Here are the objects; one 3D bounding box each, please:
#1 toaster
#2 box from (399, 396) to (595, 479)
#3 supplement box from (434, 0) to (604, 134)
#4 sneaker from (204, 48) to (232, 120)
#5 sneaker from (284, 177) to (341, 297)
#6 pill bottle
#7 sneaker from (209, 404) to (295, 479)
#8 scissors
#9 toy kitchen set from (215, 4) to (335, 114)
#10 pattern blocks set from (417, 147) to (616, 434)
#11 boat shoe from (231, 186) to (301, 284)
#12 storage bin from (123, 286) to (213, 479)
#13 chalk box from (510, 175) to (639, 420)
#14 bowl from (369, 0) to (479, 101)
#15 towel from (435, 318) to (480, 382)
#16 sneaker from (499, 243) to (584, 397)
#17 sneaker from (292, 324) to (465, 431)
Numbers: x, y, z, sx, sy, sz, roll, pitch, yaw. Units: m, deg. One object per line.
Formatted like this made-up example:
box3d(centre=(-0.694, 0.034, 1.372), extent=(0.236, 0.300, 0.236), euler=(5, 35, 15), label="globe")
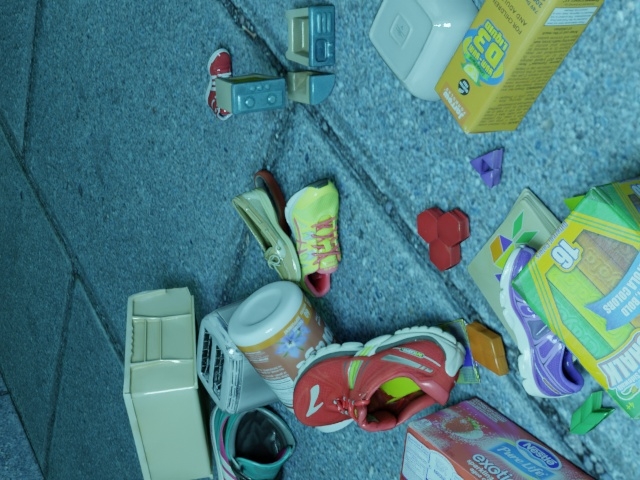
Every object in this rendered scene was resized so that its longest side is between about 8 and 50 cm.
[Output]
box3d(centre=(-0.109, 0.176, 1.444), extent=(0.129, 0.146, 0.227), euler=(48, 142, 35), label="toaster")
box3d(centre=(0.217, 0.308, 1.038), extent=(0.257, 0.122, 0.128), euler=(32, 126, 47), label="box")
box3d(centre=(0.208, -0.214, 0.920), extent=(0.078, 0.080, 0.233), euler=(59, 145, 28), label="supplement box")
box3d(centre=(-0.159, -0.252, 1.482), extent=(0.067, 0.042, 0.118), euler=(58, 150, 33), label="sneaker")
box3d(centre=(0.000, 0.000, 1.305), extent=(0.094, 0.081, 0.208), euler=(51, 150, 33), label="sneaker")
box3d(centre=(-0.027, 0.172, 1.295), extent=(0.121, 0.121, 0.216), euler=(8, 140, 55), label="pill bottle")
box3d(centre=(-0.103, 0.409, 1.559), extent=(0.178, 0.123, 0.296), euler=(-36, 70, 65), label="sneaker")
box3d(centre=(-0.050, 0.029, 1.435), extent=(0.109, 0.021, 0.297), euler=(-49, 60, 51), label="scissors")
box3d(centre=(-0.048, -0.278, 1.197), extent=(0.122, 0.166, 0.207), euler=(23, 119, 51), label="toy kitchen set")
box3d(centre=(0.243, 0.050, 1.002), extent=(0.285, 0.026, 0.325), euler=(-49, 60, 51), label="pattern blocks set")
box3d(centre=(-0.077, -0.001, 1.302), extent=(0.153, 0.048, 0.056), euler=(66, 154, 2), label="boat shoe")
box3d(centre=(-0.272, 0.262, 1.633), extent=(0.260, 0.123, 0.262), euler=(-103, 8, -51), label="storage bin")
box3d(centre=(0.303, 0.062, 0.794), extent=(0.213, 0.132, 0.132), euler=(51, 128, 25), label="chalk box")
box3d(centre=(0.113, -0.251, 1.071), extent=(0.142, 0.053, 0.142), euler=(60, 142, 27), label="bowl")
box3d(centre=(0.174, 0.142, 1.150), extent=(0.060, 0.009, 0.083), euler=(-14, 89, 56), label="towel")
box3d(centre=(0.241, 0.083, 0.952), extent=(0.071, 0.068, 0.170), euler=(-10, 102, 41), label="sneaker")
box3d(centre=(0.056, 0.193, 1.148), extent=(0.279, 0.118, 0.107), euler=(-29, 116, 39), label="sneaker")
